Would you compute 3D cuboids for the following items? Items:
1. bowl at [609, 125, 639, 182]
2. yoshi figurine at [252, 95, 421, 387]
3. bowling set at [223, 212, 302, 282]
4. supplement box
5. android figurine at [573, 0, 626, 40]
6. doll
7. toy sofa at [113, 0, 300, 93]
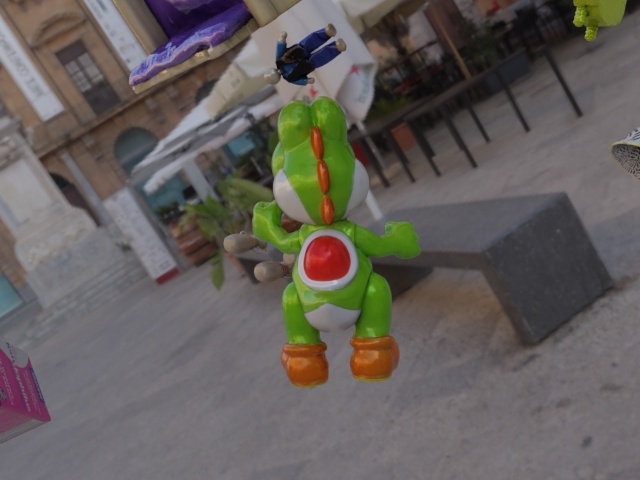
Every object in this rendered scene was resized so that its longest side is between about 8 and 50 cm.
[{"bbox_3d":[0.484,-0.113,1.007,0.080,0.170,0.170,-55,10,2],"label":"bowl"},{"bbox_3d":[0.010,-0.005,0.996,0.204,0.362,0.203,-14,12,-39],"label":"yoshi figurine"},{"bbox_3d":[-0.071,0.023,1.824,0.200,0.287,0.154,-51,-20,22],"label":"bowling set"},{"bbox_3d":[-0.437,0.191,0.948,0.114,0.111,0.220,-23,-15,-12],"label":"supplement box"},{"bbox_3d":[0.496,-0.490,1.317,0.056,0.272,0.248,14,-1,38],"label":"android figurine"},{"bbox_3d":[-0.043,-0.391,1.607,0.189,0.129,0.046,-27,24,26],"label":"doll"},{"bbox_3d":[-0.172,-0.324,1.001,0.177,0.150,0.362,-40,20,-23],"label":"toy sofa"}]
